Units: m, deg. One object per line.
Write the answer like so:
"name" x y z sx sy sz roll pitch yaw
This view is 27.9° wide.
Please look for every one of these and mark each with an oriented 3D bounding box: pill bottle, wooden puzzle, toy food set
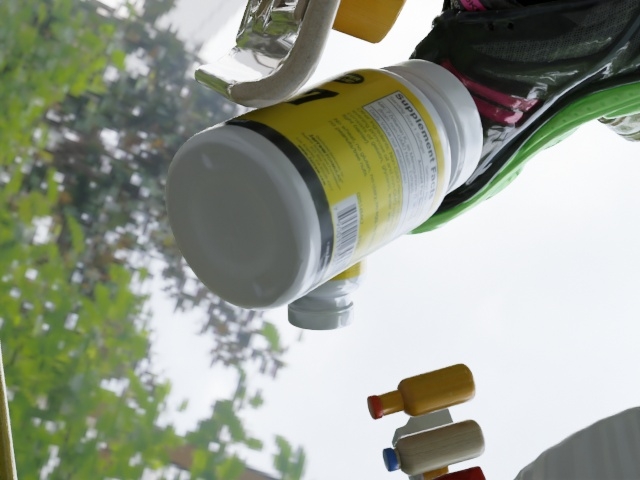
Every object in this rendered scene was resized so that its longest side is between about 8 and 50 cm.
"pill bottle" 0.000 0.000 1.402 0.103 0.103 0.184 21 -65 55
"wooden puzzle" 0.027 -0.246 0.854 0.348 0.080 0.322 -66 -167 5
"pill bottle" 0.010 -0.045 0.841 0.119 0.208 0.119 19 -58 34
"toy food set" 0.098 0.223 1.308 0.232 0.104 0.111 99 -25 -60

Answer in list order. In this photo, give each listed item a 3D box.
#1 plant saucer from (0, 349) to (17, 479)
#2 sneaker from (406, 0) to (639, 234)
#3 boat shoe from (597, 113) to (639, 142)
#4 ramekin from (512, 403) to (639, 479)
"plant saucer" -0.294 0.076 0.755 0.081 0.333 0.333 -40 -144 10
"sneaker" 0.157 -0.169 1.149 0.483 0.202 0.185 -30 -151 24
"boat shoe" 0.349 -0.258 1.482 0.104 0.089 0.285 -20 -115 42
"ramekin" 0.185 0.192 0.591 0.273 0.273 0.127 -50 -164 24
